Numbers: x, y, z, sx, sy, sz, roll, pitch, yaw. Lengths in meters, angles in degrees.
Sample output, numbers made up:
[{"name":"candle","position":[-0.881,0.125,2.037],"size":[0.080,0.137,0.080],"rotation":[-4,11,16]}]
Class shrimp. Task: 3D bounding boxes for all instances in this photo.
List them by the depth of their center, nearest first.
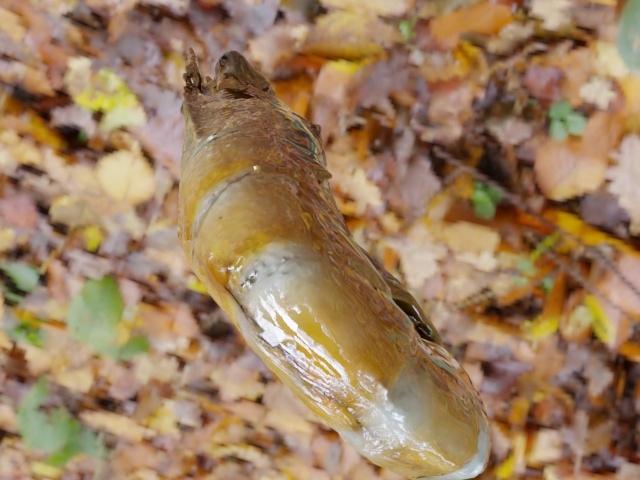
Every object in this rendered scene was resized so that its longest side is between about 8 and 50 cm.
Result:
[{"name":"shrimp","position":[0.000,0.000,0.546],"size":[0.152,0.063,0.287],"rotation":[40,-168,-25]}]
